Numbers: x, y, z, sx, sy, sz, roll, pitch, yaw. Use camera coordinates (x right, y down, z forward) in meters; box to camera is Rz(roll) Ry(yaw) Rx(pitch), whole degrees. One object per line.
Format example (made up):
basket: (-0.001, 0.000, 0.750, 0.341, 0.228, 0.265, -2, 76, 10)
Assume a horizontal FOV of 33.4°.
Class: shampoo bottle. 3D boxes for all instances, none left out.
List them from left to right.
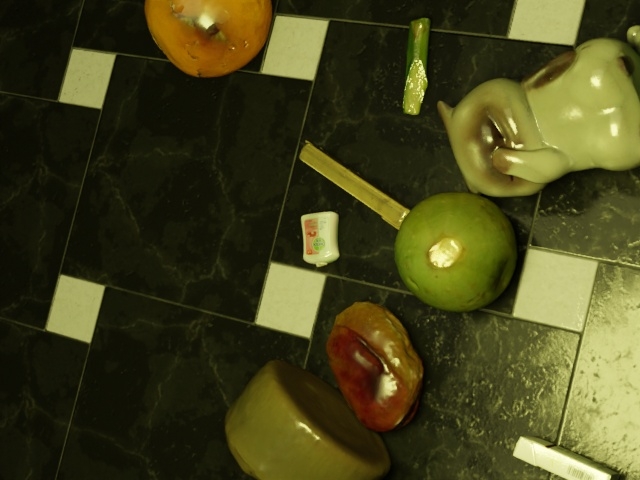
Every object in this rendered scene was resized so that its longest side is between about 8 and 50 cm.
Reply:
shampoo bottle: (0.000, 0.000, 1.977, 0.072, 0.043, 0.099, -7, 78, 24)

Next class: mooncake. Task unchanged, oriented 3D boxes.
mooncake: (-0.026, 0.341, 1.796, 0.284, 0.284, 0.155, 43, 101, 25)

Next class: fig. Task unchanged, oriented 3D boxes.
fig: (0.225, 0.028, 1.769, 0.207, 0.230, 0.207, 2, 118, 4)

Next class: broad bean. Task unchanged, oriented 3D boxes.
broad bean: (0.096, 0.219, 1.852, 0.156, 0.122, 0.228, -34, 65, 28)

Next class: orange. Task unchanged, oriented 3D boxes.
orange: (-0.218, -0.436, 2.045, 0.246, 0.246, 0.246, -5, 79, 25)

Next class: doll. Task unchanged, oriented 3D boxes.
doll: (0.383, -0.193, 1.738, 0.371, 0.226, 0.215, -22, 107, 16)

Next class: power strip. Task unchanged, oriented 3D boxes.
power strip: (0.075, -0.093, 1.946, 0.305, 0.064, 0.044, 35, 99, 26)

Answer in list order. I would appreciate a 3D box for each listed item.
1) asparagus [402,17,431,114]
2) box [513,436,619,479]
asparagus: (0.176, -0.319, 1.952, 0.045, 0.041, 0.178, 1, 82, 34)
box: (0.394, 0.359, 1.706, 0.154, 0.084, 0.040, 20, 92, 27)
